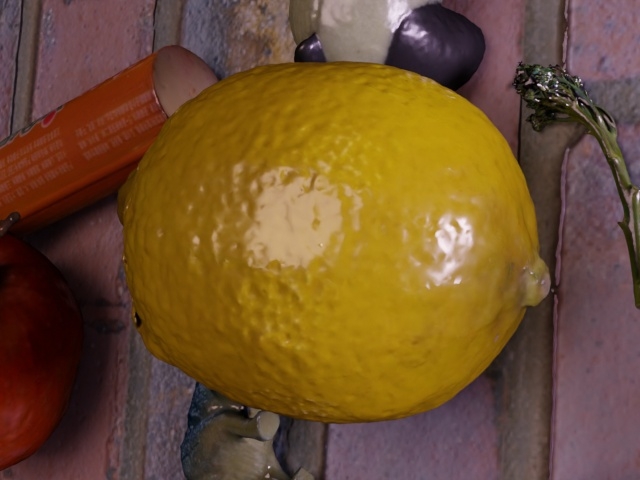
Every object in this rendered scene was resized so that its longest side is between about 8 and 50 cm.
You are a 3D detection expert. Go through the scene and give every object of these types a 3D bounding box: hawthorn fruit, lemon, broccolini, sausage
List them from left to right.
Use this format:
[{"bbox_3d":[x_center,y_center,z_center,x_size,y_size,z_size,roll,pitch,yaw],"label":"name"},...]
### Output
[{"bbox_3d":[-0.309,0.071,1.099,0.272,0.241,0.242,-45,57,37],"label":"hawthorn fruit"},{"bbox_3d":[-0.228,-0.072,1.163,0.312,0.093,0.093,-23,69,32],"label":"sausage"},{"bbox_3d":[0.000,0.000,0.880,0.319,0.245,0.245,9,87,24],"label":"lemon"},{"bbox_3d":[0.191,-0.046,0.879,0.052,0.054,0.194,-29,66,9],"label":"broccolini"}]

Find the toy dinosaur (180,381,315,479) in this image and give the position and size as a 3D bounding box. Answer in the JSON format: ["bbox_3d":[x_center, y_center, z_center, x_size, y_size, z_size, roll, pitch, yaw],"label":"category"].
[{"bbox_3d":[-0.066,0.146,1.015,0.147,0.076,0.363,-9,71,45],"label":"toy dinosaur"}]

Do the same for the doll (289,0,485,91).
[{"bbox_3d":[0.051,-0.217,0.959,0.143,0.135,0.234,12,85,36],"label":"doll"}]
